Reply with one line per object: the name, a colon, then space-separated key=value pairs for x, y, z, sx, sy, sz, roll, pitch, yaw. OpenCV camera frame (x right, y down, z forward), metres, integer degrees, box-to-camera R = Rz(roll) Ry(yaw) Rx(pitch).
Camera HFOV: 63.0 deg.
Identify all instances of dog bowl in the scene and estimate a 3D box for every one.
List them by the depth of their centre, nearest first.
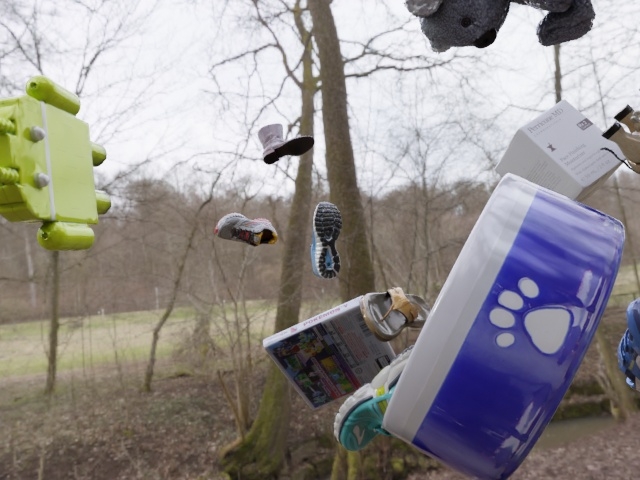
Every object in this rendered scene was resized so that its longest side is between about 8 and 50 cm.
dog bowl: x=0.163 y=0.079 z=0.483 sx=0.104 sy=0.265 sz=0.265 roll=27 pitch=3 yaw=17

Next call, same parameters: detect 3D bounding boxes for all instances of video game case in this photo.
video game case: x=0.027 y=0.200 z=0.896 sx=0.183 sy=0.023 sz=0.201 roll=-25 pitch=-53 yaw=6

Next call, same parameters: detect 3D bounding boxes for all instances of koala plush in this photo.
koala plush: x=0.234 y=-0.350 z=0.730 sx=0.221 sy=0.203 sz=0.196 roll=-24 pitch=-12 yaw=26

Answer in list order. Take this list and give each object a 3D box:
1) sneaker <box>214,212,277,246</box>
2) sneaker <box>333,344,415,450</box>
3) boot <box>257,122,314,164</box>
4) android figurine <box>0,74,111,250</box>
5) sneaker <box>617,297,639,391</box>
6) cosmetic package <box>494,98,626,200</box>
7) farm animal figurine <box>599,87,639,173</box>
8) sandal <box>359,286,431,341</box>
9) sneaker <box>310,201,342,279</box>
sneaker: x=-0.233 y=-0.030 z=1.676 sx=0.225 sy=0.088 sz=0.093 roll=1 pitch=30 yaw=-38
sneaker: x=0.115 y=0.257 z=0.793 sx=0.107 sy=0.110 sz=0.275 roll=0 pitch=-41 yaw=-41
boot: x=-0.069 y=-0.199 z=1.002 sx=0.106 sy=0.114 sz=0.037 roll=-18 pitch=-51 yaw=4
android figurine: x=-0.385 y=-0.107 z=0.751 sx=0.056 sy=0.248 sz=0.273 roll=-6 pitch=-3 yaw=3
sneaker: x=0.361 y=0.125 z=0.588 sx=0.059 sy=0.144 sz=0.053 roll=1 pitch=38 yaw=50
cosmetic package: x=0.514 y=-0.169 z=1.132 sx=0.151 sy=0.184 sz=0.151 roll=-33 pitch=-21 yaw=-18
farm animal figurine: x=0.602 y=-0.189 z=0.824 sx=0.330 sy=0.172 sz=0.327 roll=-45 pitch=-5 yaw=-17
sandal: x=0.115 y=0.095 z=0.739 sx=0.180 sy=0.072 sz=0.049 roll=2 pitch=-40 yaw=-51
sneaker: x=0.000 y=0.000 z=1.072 sx=0.063 sy=0.162 sz=0.073 roll=8 pitch=-11 yaw=-25
